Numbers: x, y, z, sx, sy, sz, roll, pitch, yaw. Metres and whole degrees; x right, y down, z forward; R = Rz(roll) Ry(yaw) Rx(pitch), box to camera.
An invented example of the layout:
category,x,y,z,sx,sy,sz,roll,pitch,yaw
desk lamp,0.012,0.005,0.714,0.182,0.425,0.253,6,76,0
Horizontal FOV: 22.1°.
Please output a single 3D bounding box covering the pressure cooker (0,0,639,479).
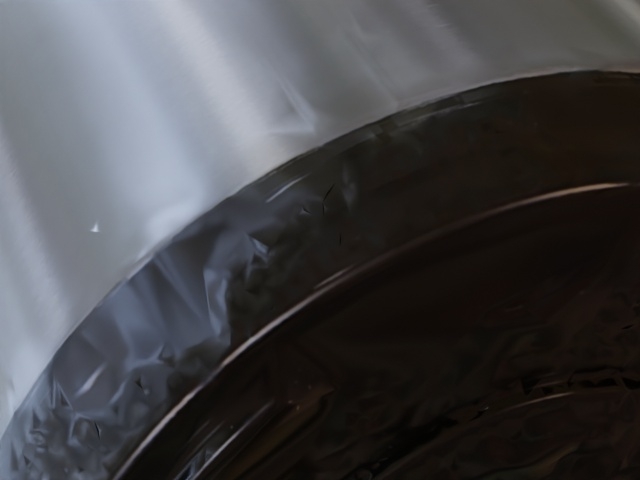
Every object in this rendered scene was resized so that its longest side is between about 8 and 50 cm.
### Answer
category,x,y,z,sx,sy,sz,roll,pitch,yaw
pressure cooker,-0.006,0.001,0.696,0.375,0.420,0.370,15,-64,-32
